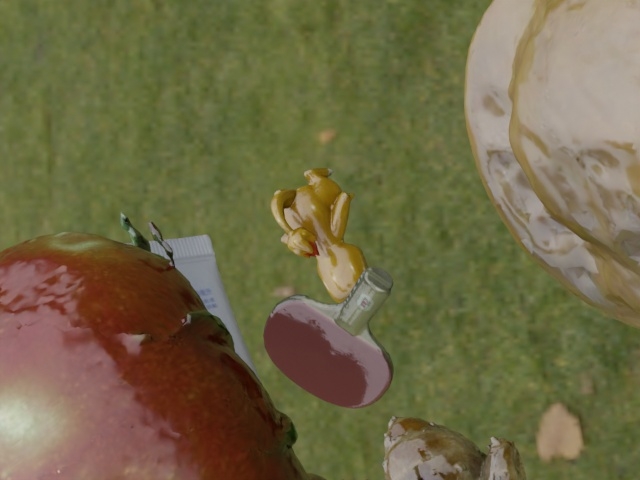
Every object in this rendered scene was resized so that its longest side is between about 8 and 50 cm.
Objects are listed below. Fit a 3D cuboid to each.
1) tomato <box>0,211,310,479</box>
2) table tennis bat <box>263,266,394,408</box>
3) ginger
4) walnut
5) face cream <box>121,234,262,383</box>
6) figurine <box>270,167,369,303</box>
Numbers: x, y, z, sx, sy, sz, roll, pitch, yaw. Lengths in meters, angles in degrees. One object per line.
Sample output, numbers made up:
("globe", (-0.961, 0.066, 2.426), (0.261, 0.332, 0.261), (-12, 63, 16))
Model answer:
("tomato", (-0.143, 0.144, 0.906), (0.303, 0.239, 0.303), (56, 168, 18))
("table tennis bat", (0.019, 0.092, 1.473), (0.138, 0.022, 0.246), (34, 147, 1))
("ginger", (0.106, 0.367, 2.062), (0.375, 0.176, 0.256), (-33, 60, 19))
("walnut", (0.327, -0.091, 1.289), (0.383, 0.383, 0.384), (5, 96, 54))
("face cream", (-0.158, 0.176, 1.713), (0.137, 0.234, 0.420), (-52, 53, 48))
("figurine", (-0.001, 0.002, 1.903), (0.121, 0.122, 0.176), (-35, 84, 27))
